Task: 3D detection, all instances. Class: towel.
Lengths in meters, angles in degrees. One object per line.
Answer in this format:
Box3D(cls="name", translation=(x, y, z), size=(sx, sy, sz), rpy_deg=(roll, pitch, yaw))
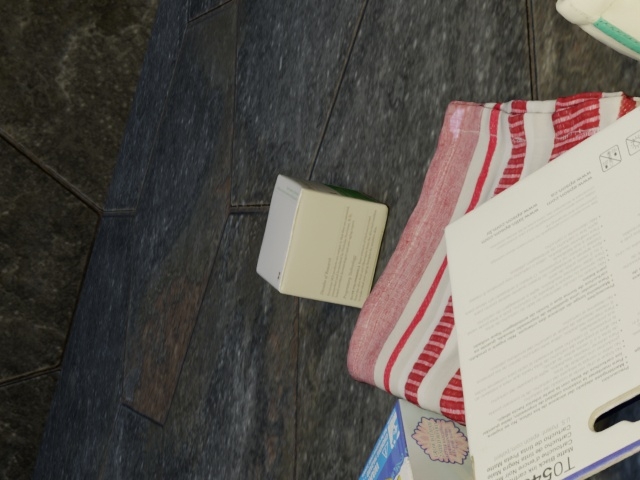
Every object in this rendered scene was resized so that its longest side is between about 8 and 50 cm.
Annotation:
Box3D(cls="towel", translation=(0.115, 0.009, 1.282), size=(0.237, 0.037, 0.329), rpy_deg=(-67, 16, -4))

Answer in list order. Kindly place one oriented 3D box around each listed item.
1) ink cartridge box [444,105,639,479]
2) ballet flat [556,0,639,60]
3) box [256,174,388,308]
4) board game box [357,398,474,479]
Box3D(cls="ink cartridge box", translation=(0.170, 0.031, 0.981), size=(0.223, 0.045, 0.224), rpy_deg=(-32, 39, 29))
Box3D(cls="ballet flat", translation=(0.202, -0.295, 1.093), size=(0.139, 0.139, 0.400), rpy_deg=(140, 138, -66))
Box3D(cls="box", translation=(0.000, 0.000, 1.684), size=(0.101, 0.087, 0.102), rpy_deg=(-145, 66, -72))
Box3D(cls="board game box", translation=(0.051, 0.340, 1.332), size=(0.318, 0.066, 0.318), rpy_deg=(-99, 25, -49))
